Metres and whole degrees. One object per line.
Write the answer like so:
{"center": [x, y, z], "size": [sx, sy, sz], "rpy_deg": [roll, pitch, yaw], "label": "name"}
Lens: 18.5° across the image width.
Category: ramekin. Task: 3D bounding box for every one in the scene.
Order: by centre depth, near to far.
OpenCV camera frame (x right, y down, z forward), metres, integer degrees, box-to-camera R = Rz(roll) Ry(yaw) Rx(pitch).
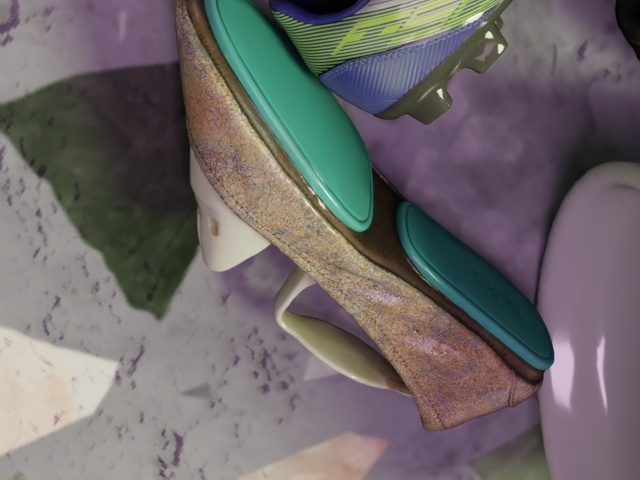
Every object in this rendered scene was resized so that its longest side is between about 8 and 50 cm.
{"center": [0.225, 0.089, 1.046], "size": [0.135, 0.277, 0.277], "rpy_deg": [-7, 117, -14], "label": "ramekin"}

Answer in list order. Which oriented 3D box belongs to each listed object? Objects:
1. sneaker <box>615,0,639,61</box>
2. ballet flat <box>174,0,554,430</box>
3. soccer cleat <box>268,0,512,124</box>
{"center": [0.255, -0.190, 0.977], "size": [0.146, 0.102, 0.293], "rpy_deg": [20, 113, -40], "label": "sneaker"}
{"center": [0.000, 0.000, 1.061], "size": [0.106, 0.107, 0.316], "rpy_deg": [-32, 117, 23], "label": "ballet flat"}
{"center": [0.089, -0.189, 0.984], "size": [0.121, 0.093, 0.289], "rpy_deg": [37, 104, -12], "label": "soccer cleat"}
